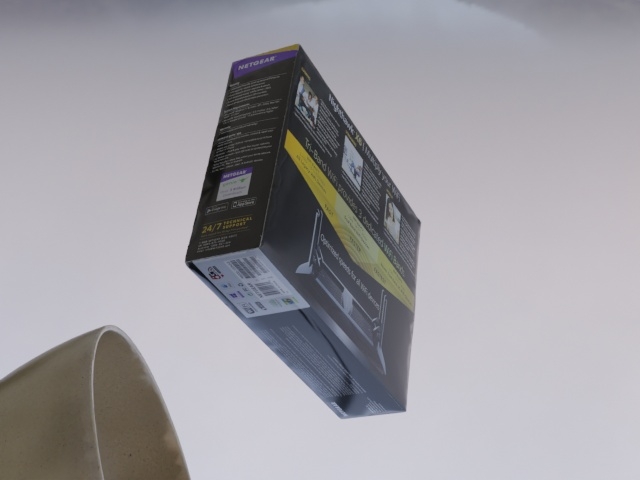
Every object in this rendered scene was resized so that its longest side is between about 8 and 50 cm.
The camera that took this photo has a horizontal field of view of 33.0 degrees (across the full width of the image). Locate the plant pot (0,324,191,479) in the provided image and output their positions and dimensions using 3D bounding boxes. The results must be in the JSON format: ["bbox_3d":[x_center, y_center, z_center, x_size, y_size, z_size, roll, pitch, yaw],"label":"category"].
[{"bbox_3d":[-0.211,0.226,0.824,0.191,0.284,0.284,-17,-157,2],"label":"plant pot"}]

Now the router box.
[{"bbox_3d":[0.000,0.000,1.071,0.081,0.309,0.242,-11,-130,26],"label":"router box"}]
